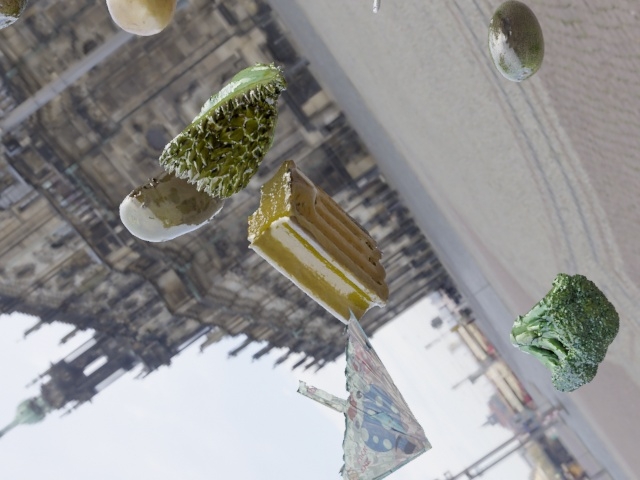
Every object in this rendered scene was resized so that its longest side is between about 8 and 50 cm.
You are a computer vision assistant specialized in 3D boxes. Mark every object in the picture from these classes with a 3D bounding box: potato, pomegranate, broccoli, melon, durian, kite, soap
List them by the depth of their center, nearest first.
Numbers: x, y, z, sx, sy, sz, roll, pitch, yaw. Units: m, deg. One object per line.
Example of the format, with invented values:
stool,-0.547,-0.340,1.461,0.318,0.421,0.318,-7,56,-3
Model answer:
melon,0.356,-0.367,1.475,0.099,0.099,0.162,46,-144,-58
kite,0.077,0.331,1.555,0.014,0.406,0.368,-9,-164,-41
durian,-0.174,-0.207,1.565,0.163,0.394,0.198,38,-133,-15
soap,0.000,0.000,1.600,0.281,0.143,0.259,40,-157,-21
potato,-0.327,-0.091,1.838,0.165,0.262,0.165,46,152,33
broccoli,0.572,0.209,1.875,0.269,0.241,0.262,41,-126,-40
pomegranate,-0.444,-0.612,2.004,0.196,0.196,0.196,54,-175,-7

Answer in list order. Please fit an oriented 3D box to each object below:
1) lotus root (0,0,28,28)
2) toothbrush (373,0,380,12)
lotus root,-0.472,-0.415,1.213,0.088,0.192,0.113,18,172,-12
toothbrush,0.107,-0.463,1.366,0.017,0.162,0.014,10,173,-27
